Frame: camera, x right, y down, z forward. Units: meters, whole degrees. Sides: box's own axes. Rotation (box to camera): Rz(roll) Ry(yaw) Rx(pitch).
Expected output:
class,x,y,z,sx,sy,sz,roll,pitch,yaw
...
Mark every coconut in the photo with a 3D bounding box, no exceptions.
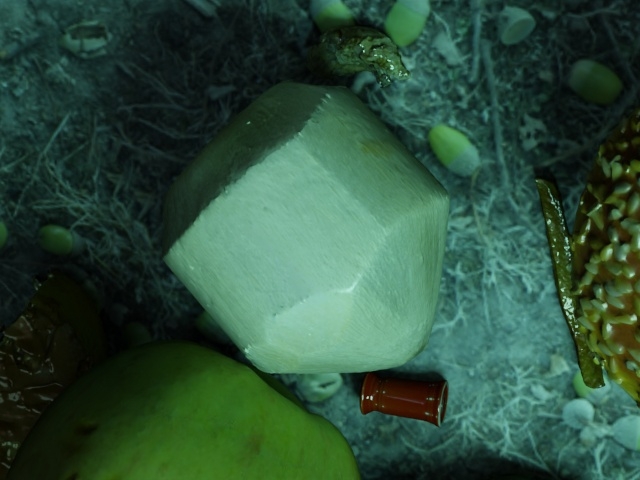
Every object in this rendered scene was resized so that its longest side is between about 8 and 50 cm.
class,x,y,z,sx,sy,sz,roll,pitch,yaw
coconut,0.000,0.000,1.312,0.237,0.237,0.266,-38,93,22

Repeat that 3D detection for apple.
class,x,y,z,sx,sy,sz,roll,pitch,yaw
apple,-0.120,0.245,1.339,0.338,0.338,0.305,23,94,8

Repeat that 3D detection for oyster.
class,x,y,z,sx,sy,sz,roll,pitch,yaw
oyster,0.030,-0.162,1.361,0.083,0.038,0.081,-33,97,20

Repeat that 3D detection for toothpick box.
class,x,y,z,sx,sy,sz,roll,pitch,yaw
toothpick box,0.080,0.152,1.435,0.083,0.047,0.047,7,108,15

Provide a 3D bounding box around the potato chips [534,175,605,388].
class,x,y,z,sx,sy,sz,roll,pitch,yaw
potato chips,0.230,0.037,1.368,0.026,0.037,0.204,-13,97,9

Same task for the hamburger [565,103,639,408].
class,x,y,z,sx,sy,sz,roll,pitch,yaw
hamburger,0.368,0.000,1.173,0.330,0.250,0.330,13,116,27

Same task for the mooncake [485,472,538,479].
class,x,y,z,sx,sy,sz,roll,pitch,yaw
mooncake,0.185,0.407,1.396,0.356,0.194,0.356,8,109,24

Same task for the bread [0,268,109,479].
class,x,y,z,sx,sy,sz,roll,pitch,yaw
bread,-0.296,0.167,1.493,0.147,0.160,0.260,35,109,-5
